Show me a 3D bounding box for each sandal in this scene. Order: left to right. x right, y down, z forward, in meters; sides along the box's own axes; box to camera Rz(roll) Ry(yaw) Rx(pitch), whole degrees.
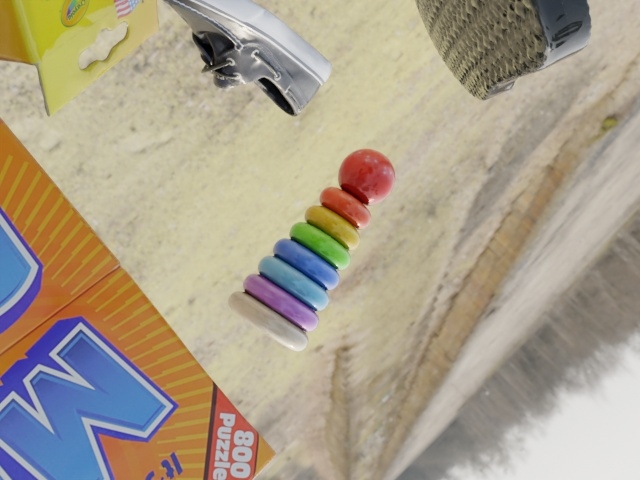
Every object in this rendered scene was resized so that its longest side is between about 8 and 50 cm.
[{"bbox_3d":[0.182,-0.228,0.820,0.107,0.167,0.446,-28,-168,1],"label":"sandal"}]

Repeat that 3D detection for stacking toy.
[{"bbox_3d":[0.000,0.000,1.288,0.330,0.141,0.141,-57,166,-6],"label":"stacking toy"}]

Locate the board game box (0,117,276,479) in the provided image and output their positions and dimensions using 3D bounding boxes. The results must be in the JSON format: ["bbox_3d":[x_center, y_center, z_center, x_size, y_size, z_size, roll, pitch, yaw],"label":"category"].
[{"bbox_3d":[-0.326,0.165,0.657,0.356,0.356,0.356,-40,-178,-28],"label":"board game box"}]

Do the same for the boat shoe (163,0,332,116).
[{"bbox_3d":[-0.071,-0.170,0.753,0.076,0.080,0.228,-63,152,4],"label":"boat shoe"}]

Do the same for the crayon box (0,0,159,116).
[{"bbox_3d":[-0.243,-0.293,0.716,0.202,0.081,0.318,-57,151,-47],"label":"crayon box"}]
